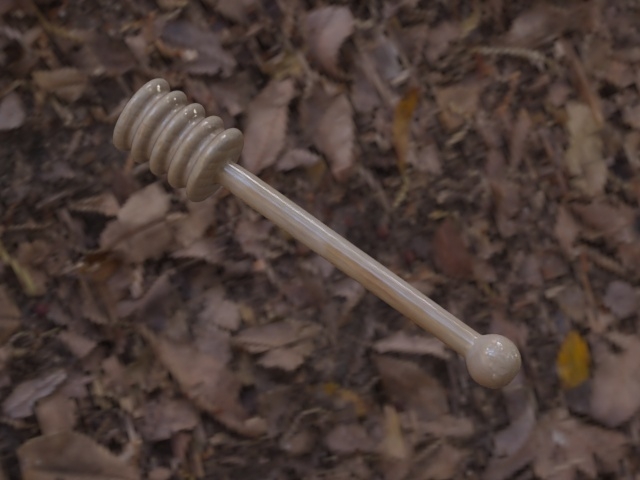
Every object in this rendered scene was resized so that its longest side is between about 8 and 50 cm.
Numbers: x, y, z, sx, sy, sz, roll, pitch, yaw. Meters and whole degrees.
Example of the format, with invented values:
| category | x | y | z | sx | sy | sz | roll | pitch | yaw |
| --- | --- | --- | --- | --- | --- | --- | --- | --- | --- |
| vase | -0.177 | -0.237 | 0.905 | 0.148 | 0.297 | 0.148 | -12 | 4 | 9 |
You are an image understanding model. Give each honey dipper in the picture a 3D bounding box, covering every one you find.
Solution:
| category | x | y | z | sx | sy | sz | roll | pitch | yaw |
| --- | --- | --- | --- | --- | --- | --- | --- | --- | --- |
| honey dipper | 0.000 | 0.000 | 0.525 | 0.161 | 0.030 | 0.030 | 35 | 52 | 11 |
